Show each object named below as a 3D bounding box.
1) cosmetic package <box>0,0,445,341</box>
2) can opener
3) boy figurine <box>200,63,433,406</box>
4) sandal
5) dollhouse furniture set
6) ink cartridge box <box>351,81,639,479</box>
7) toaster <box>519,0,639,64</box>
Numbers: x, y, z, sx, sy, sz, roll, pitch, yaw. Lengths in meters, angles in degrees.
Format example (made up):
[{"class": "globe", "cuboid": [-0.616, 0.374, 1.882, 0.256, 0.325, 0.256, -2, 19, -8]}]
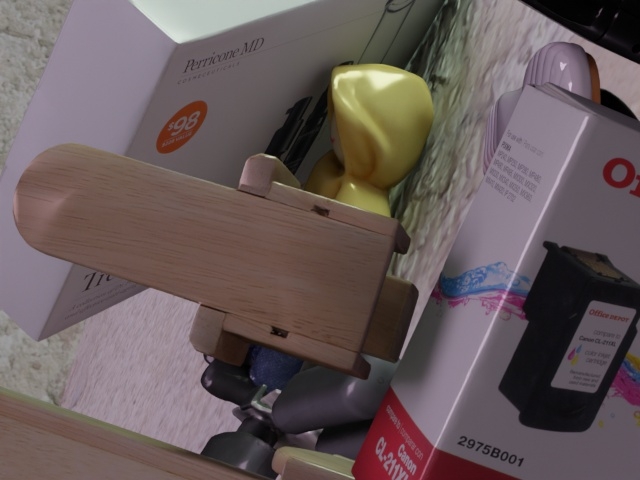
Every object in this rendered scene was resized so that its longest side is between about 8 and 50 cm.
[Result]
[{"class": "cosmetic package", "cuboid": [-0.070, -0.106, 1.158, 0.377, 0.097, 0.284, -28, -27, -50]}, {"class": "can opener", "cuboid": [-0.002, 0.131, 0.990, 0.093, 0.074, 0.280, -57, 10, -24]}, {"class": "boy figurine", "cuboid": [0.000, 0.000, 1.155, 0.177, 0.092, 0.285, -91, 23, -65]}, {"class": "sandal", "cuboid": [0.124, -0.028, 0.727, 0.265, 0.076, 0.102, 105, 170, -85]}, {"class": "dollhouse furniture set", "cuboid": [-0.065, 0.130, 0.729, 0.355, 0.174, 0.303, 43, -116, -77]}, {"class": "ink cartridge box", "cuboid": [0.108, 0.044, 0.579, 0.072, 0.127, 0.175, -124, 56, -72]}, {"class": "toaster", "cuboid": [0.153, -0.149, 0.621, 0.110, 0.168, 0.185, -102, 37, -71]}]
